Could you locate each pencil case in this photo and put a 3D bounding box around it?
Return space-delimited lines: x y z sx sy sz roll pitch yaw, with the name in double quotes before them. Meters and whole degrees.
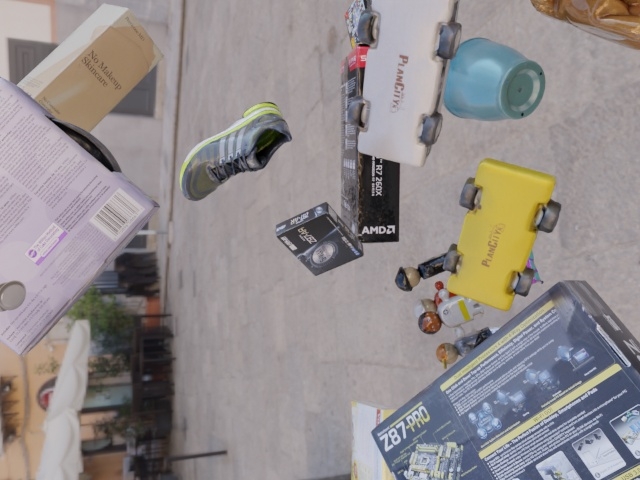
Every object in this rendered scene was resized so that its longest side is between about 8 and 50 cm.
"pencil case" 0.547 0.049 1.515 0.070 0.065 0.151 109 151 -76

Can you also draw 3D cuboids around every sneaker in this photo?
"sneaker" -0.194 -0.193 1.283 0.300 0.111 0.121 -41 45 0

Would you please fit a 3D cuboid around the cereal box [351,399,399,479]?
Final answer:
"cereal box" 0.106 0.404 1.083 0.240 0.048 0.172 134 139 -75

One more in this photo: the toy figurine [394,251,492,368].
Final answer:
"toy figurine" 0.271 0.151 1.241 0.209 0.148 0.213 -105 -12 -44

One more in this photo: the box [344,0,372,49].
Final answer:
"box" 0.101 -0.510 1.352 0.094 0.027 0.136 143 118 -63

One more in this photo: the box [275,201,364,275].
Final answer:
"box" 0.000 0.000 0.630 0.067 0.083 0.018 -24 43 21

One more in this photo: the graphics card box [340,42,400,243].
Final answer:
"graphics card box" 0.097 -0.192 1.151 0.233 0.094 0.370 -124 34 -79

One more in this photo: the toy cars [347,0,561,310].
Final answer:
"toy cars" 0.154 -0.099 0.629 0.177 0.087 0.393 -22 109 39

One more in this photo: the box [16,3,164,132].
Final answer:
"box" -0.527 -0.379 1.282 0.121 0.148 0.311 26 73 39

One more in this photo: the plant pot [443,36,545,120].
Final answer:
"plant pot" 0.574 -0.506 1.832 0.255 0.272 0.271 43 130 55

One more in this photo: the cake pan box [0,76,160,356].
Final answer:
"cake pan box" -0.380 -0.033 0.714 0.266 0.246 0.070 -50 10 -2

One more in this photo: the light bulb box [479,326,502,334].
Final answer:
"light bulb box" 0.641 0.503 1.731 0.225 0.358 0.361 -17 35 38

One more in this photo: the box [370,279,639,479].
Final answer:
"box" 0.280 0.293 0.737 0.395 0.097 0.318 -50 56 29

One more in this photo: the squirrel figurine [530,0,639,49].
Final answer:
"squirrel figurine" 0.743 -0.722 1.414 0.397 0.281 0.370 32 115 25
